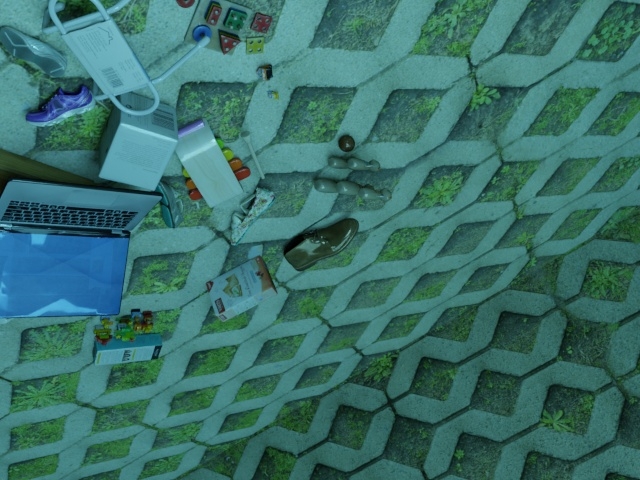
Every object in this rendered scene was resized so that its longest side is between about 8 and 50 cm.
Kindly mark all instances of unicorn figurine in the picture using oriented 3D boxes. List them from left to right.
[{"bbox_3d":[-1.032,0.250,1.959,0.111,0.060,0.162,-18,127,-10],"label":"unicorn figurine"}]

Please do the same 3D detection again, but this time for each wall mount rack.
[{"bbox_3d":[-0.430,-0.459,1.362,0.304,0.130,0.350,-15,144,7],"label":"wall mount rack"}]

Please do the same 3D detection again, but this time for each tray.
[{"bbox_3d":[-0.833,-0.135,1.585,0.411,0.076,0.203,21,123,-44],"label":"tray"}]

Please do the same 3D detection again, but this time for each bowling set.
[{"bbox_3d":[0.125,-0.232,1.961,0.154,0.287,0.200,2,102,-41],"label":"bowling set"}]

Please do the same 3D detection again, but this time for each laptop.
[{"bbox_3d":[-0.667,0.038,1.618,0.382,0.236,0.408,3,157,-38],"label":"laptop"}]

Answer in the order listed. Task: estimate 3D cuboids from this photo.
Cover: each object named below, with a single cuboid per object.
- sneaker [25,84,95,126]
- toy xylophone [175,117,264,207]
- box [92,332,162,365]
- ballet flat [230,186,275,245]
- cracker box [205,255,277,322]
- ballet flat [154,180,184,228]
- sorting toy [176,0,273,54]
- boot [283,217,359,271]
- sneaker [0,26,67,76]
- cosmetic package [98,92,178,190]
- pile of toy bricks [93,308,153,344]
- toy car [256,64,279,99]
[{"bbox_3d":[-0.643,-0.334,1.479,0.170,0.068,0.071,-27,129,-13],"label":"sneaker"},{"bbox_3d":[-0.299,-0.223,1.788,0.236,0.081,0.323,-20,143,-8],"label":"toy xylophone"},{"bbox_3d":[-0.742,0.418,2.325,0.244,0.060,0.100,0,137,-30],"label":"box"},{"bbox_3d":[-0.244,-0.087,2.007,0.077,0.091,0.241,36,112,-17],"label":"ballet flat"},{"bbox_3d":[-0.291,0.177,2.220,0.232,0.156,0.067,-28,144,2],"label":"cracker box"},{"bbox_3d":[-0.460,-0.124,1.842,0.068,0.072,0.213,-41,152,-28],"label":"ballet flat"},{"bbox_3d":[-0.240,-0.520,1.490,0.274,0.046,0.132,6,133,-36],"label":"sorting toy"},{"bbox_3d":[0.000,0.000,2.230,0.305,0.112,0.115,-33,133,12],"label":"boot"},{"bbox_3d":[-0.644,-0.429,1.359,0.152,0.061,0.053,32,124,-28],"label":"sneaker"},{"bbox_3d":[-0.475,-0.257,1.568,0.151,0.151,0.184,14,129,-30],"label":"cosmetic package"},{"bbox_3d":[-0.705,0.327,2.199,0.212,0.105,0.118,1,136,-32],"label":"pile of toy bricks"},{"bbox_3d":[-0.148,-0.426,1.655,0.040,0.060,0.122,4,137,12],"label":"toy car"}]
